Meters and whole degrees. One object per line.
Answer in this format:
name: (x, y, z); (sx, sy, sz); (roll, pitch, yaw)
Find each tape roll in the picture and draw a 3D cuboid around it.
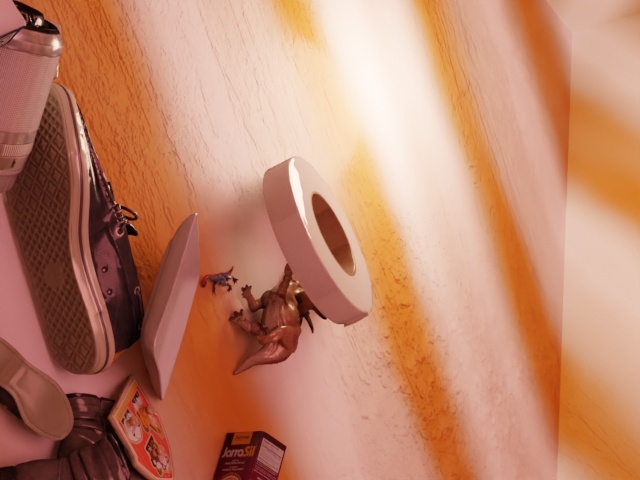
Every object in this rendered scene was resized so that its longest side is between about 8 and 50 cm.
tape roll: (0.000, 0.000, 2.158); (0.392, 0.072, 0.392); (56, 16, -26)

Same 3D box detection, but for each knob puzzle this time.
knob puzzle: (-0.305, 0.354, 1.751); (0.213, 0.030, 0.213); (63, 9, -17)

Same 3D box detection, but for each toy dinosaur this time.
toy dinosaur: (-0.079, 0.177, 2.099); (0.200, 0.127, 0.295); (46, 53, -44)
toy dinosaur: (-0.215, 0.082, 2.028); (0.082, 0.047, 0.090); (28, 26, -35)

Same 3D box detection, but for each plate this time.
plate: (-0.280, 0.124, 1.803); (0.278, 0.045, 0.277); (100, 2, -61)

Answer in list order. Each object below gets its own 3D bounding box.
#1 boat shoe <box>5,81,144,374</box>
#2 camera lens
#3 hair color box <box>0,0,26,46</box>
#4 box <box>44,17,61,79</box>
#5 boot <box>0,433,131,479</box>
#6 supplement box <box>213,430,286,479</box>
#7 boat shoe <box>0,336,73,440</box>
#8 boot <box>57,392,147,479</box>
boat shoe: (-0.413, -0.023, 1.675); (0.156, 0.187, 0.499); (-22, 105, -54)
camera lens: (-0.526, -0.234, 1.470); (0.219, 0.219, 0.274); (3, 112, -52)
hair color box: (-0.573, -0.265, 1.220); (0.347, 0.105, 0.173); (-34, 102, -28)
box: (-0.574, -0.349, 1.622); (0.275, 0.094, 0.113); (15, 69, -49)
boot: (-0.379, 0.494, 1.543); (0.223, 0.118, 0.338); (-10, 90, -21)
supplement box: (-0.151, 0.480, 1.929); (0.081, 0.104, 0.188); (43, 49, -37)
boat shoe: (-0.492, 0.237, 1.585); (0.081, 0.069, 0.227); (-51, 121, -32)
boot: (-0.359, 0.362, 1.719); (0.246, 0.084, 0.161); (35, 49, -44)
